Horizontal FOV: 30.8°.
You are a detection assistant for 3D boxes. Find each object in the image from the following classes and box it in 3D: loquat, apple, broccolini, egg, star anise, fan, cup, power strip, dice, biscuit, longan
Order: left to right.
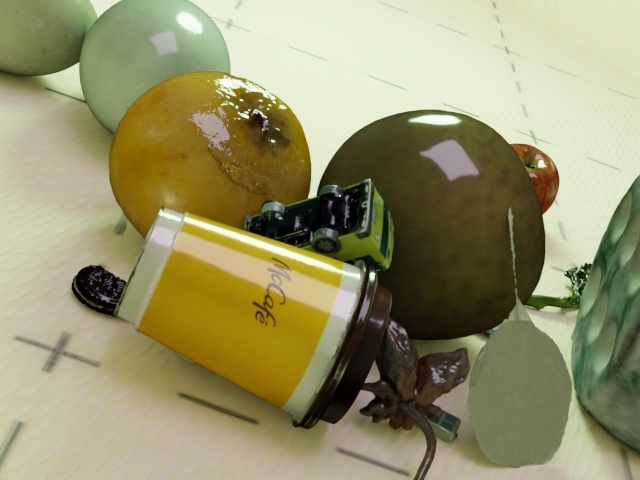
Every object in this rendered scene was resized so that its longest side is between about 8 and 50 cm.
[{"bbox_3d":[-0.474,-0.357,1.842,0.253,0.186,0.186,13,26,-15],"label":"egg"},{"bbox_3d":[-0.247,0.060,1.370,0.089,0.027,0.087,-2,36,-42],"label":"biscuit"},{"bbox_3d":[-0.253,-0.270,1.796,0.230,0.230,0.371,17,19,-9],"label":"egg"},{"bbox_3d":[-0.141,-0.091,1.499,0.263,0.263,0.263,18,25,-9],"label":"loquat"},{"bbox_3d":[-0.070,0.075,1.263,0.279,0.196,0.196,25,24,-7],"label":"cup"},{"bbox_3d":[0.096,0.197,1.245,0.218,0.148,0.227,-26,28,-6],"label":"star anise"},{"bbox_3d":[0.125,0.209,1.383,0.090,0.016,0.040,27,25,10],"label":"power strip"},{"bbox_3d":[0.145,-0.015,1.520,0.319,0.319,0.319,18,25,-9],"label":"longan"},{"bbox_3d":[0.343,-0.097,2.053,0.146,0.131,0.146,19,38,-16],"label":"apple"},{"bbox_3d":[0.235,0.114,1.389,0.182,0.310,0.010,1,-5,-37],"label":"fan"},{"bbox_3d":[0.365,0.067,1.835,0.271,0.062,0.123,8,18,-22],"label":"broccolini"},{"bbox_3d":[0.538,0.108,1.549,0.348,0.330,0.328,22,24,-3],"label":"dice"}]

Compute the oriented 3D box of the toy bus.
[{"bbox_3d":[0.000,0.000,1.364,0.101,0.175,0.088,49,37,-41],"label":"toy bus"}]

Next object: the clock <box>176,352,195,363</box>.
[{"bbox_3d":[-0.157,0.089,1.358,0.087,0.041,0.129,11,37,-47],"label":"clock"}]

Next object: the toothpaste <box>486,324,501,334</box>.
[{"bbox_3d":[0.193,0.088,1.668,0.205,0.036,0.056,32,27,13],"label":"toothpaste"}]
